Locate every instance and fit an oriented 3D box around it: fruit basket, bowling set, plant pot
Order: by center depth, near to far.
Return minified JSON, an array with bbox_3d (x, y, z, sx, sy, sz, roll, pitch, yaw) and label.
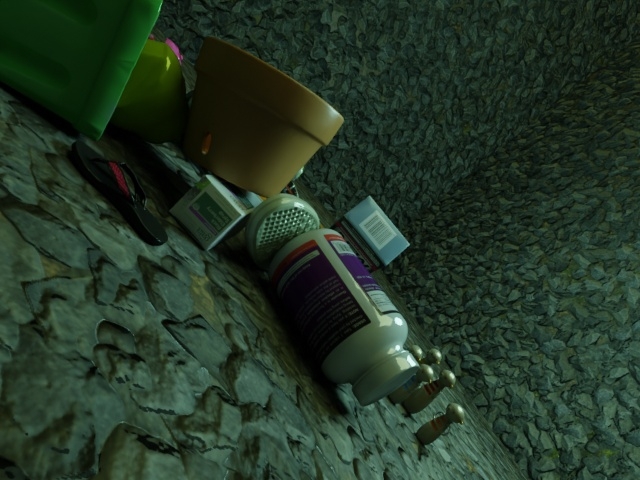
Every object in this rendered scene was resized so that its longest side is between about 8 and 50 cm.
[{"bbox_3d":[-0.340,-0.325,0.696,0.392,0.283,0.392,32,23,-15],"label":"fruit basket"},{"bbox_3d":[-0.128,-0.214,0.806,0.291,0.203,0.291,28,9,-5],"label":"plant pot"},{"bbox_3d":[0.240,0.343,1.068,0.200,0.154,0.287,48,8,-18],"label":"bowling set"}]

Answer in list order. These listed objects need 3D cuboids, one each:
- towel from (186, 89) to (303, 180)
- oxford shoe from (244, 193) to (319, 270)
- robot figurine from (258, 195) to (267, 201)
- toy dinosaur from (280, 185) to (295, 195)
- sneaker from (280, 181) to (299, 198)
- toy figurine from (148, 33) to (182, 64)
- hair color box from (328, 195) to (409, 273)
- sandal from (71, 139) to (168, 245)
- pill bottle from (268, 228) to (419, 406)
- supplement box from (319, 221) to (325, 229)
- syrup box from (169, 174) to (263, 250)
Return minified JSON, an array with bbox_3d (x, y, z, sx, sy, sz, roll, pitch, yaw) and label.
[{"bbox_3d":[-0.235,-0.296,1.166,0.321,0.090,0.374,25,7,-26],"label":"towel"},{"bbox_3d":[-0.082,-0.018,0.954,0.130,0.169,0.449,55,2,14],"label":"oxford shoe"},{"bbox_3d":[-0.194,-0.139,1.175,0.291,0.085,0.211,50,7,1],"label":"robot figurine"},{"bbox_3d":[-0.094,-0.137,1.189,0.082,0.090,0.047,-73,148,-43],"label":"toy dinosaur"},{"bbox_3d":[-0.116,-0.131,1.645,0.279,0.107,0.118,56,-9,22],"label":"sneaker"},{"bbox_3d":[-0.421,-0.435,1.024,0.173,0.159,0.130,47,8,-18],"label":"toy figurine"},{"bbox_3d":[0.103,0.021,1.334,0.185,0.114,0.374,51,-23,2],"label":"hair color box"},{"bbox_3d":[-0.269,-0.072,0.586,0.179,0.040,0.067,49,8,-5],"label":"sandal"},{"bbox_3d":[0.041,0.141,0.810,0.323,0.181,0.181,55,9,30],"label":"pill bottle"},{"bbox_3d":[0.000,0.000,1.643,0.078,0.080,0.233,49,9,-15],"label":"supplement box"},{"bbox_3d":[-0.186,-0.063,0.813,0.093,0.096,0.237,47,7,-4],"label":"syrup box"}]
